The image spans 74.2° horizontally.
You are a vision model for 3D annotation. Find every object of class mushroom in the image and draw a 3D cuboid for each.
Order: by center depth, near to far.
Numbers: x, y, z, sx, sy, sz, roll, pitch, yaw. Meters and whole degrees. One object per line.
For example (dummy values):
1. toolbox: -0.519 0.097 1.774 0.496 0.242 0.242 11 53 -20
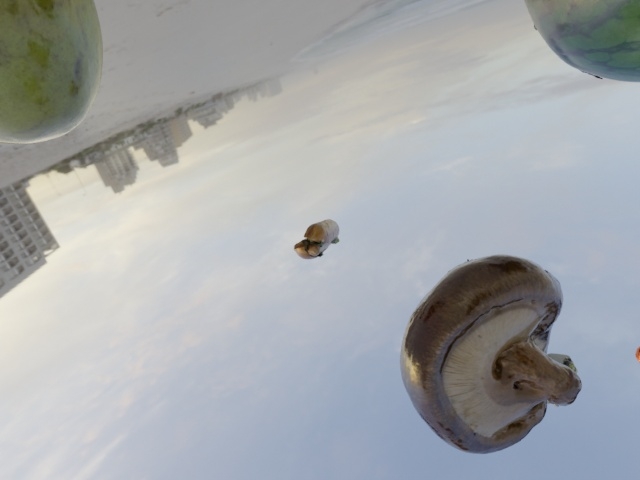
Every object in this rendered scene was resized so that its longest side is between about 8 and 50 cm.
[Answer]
1. mushroom: 0.180 0.123 0.490 0.194 0.231 0.138 6 -167 -5

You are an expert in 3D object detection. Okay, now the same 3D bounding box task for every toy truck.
1. toy truck: 0.517 0.310 0.930 0.111 0.077 0.076 -49 -162 -24

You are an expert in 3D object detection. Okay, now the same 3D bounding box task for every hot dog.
1. hot dog: 0.000 0.000 1.072 0.100 0.068 0.249 -51 174 14

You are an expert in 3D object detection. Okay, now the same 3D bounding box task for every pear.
1. pear: -0.420 -0.274 0.560 0.253 0.253 0.307 -42 175 -45

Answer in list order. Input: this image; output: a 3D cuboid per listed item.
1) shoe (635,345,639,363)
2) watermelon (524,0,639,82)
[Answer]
1. shoe: 0.585 0.179 0.661 0.194 0.077 0.074 10 -123 -15
2. watermelon: 0.409 -0.351 0.460 0.363 0.363 0.363 -15 -158 6
